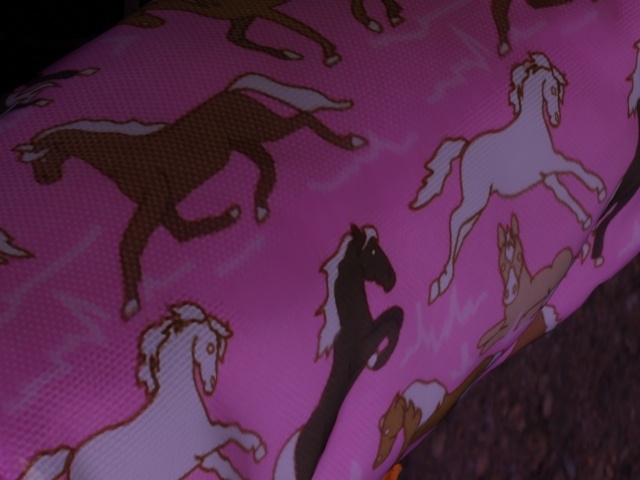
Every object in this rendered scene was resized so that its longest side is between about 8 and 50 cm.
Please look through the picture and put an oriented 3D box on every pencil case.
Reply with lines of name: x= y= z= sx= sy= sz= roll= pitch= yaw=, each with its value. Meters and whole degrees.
pencil case: x=0.000 y=0.000 z=0.563 sx=0.160 sy=0.167 sz=0.386 roll=42 pitch=48 yaw=8

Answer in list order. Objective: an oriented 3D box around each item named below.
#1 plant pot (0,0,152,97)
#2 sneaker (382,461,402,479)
plant pot: x=-0.093 y=-0.148 z=0.626 sx=0.165 sy=0.167 sz=0.167 roll=-55 pitch=128 yaw=-42
sneaker: x=0.006 y=0.078 z=0.773 sx=0.321 sy=0.124 sz=0.180 roll=-36 pitch=121 yaw=-28
